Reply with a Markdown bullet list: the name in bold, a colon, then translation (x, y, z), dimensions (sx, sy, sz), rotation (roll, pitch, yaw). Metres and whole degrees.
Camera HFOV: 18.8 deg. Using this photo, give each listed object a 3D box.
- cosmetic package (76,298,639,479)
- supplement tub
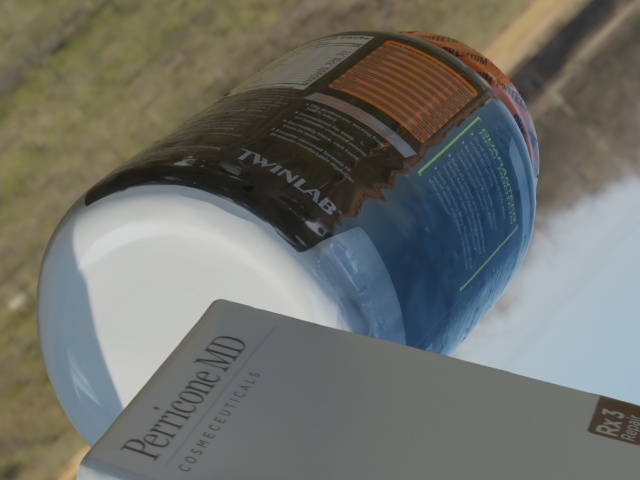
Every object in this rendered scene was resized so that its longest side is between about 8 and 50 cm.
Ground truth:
- **cosmetic package**: translation (0.056, 0.096, 0.515), dimensions (0.117, 0.231, 0.085), rotation (-54, 157, -65)
- **supplement tub**: translation (0.000, 0.000, 1.137), dimensions (0.207, 0.207, 0.338), rotation (-45, 178, 33)
